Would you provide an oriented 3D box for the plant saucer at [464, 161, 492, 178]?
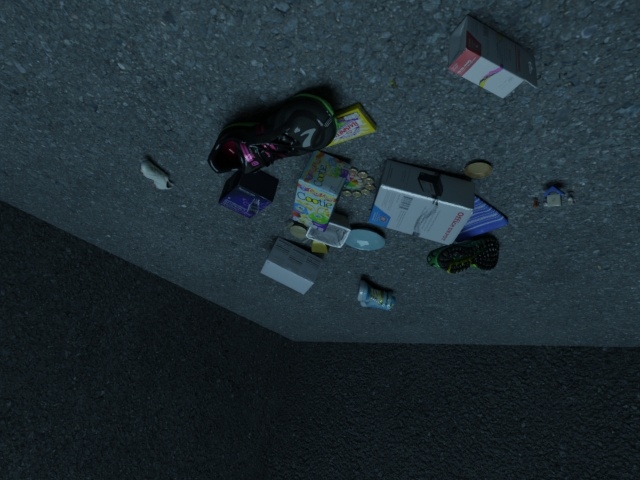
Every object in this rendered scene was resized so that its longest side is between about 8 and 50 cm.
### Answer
[{"bbox_3d":[0.509,-0.230,1.364,0.083,0.015,0.083,10,154,5],"label":"plant saucer"}]

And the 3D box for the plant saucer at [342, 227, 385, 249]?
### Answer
[{"bbox_3d":[0.195,-0.015,1.902,0.195,0.037,0.195,9,153,5],"label":"plant saucer"}]

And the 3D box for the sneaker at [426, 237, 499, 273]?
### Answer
[{"bbox_3d":[0.588,0.052,1.729,0.343,0.134,0.146,-2,-173,-24],"label":"sneaker"}]

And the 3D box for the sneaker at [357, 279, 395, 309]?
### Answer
[{"bbox_3d":[0.322,0.311,2.412,0.208,0.127,0.319,7,163,14],"label":"sneaker"}]

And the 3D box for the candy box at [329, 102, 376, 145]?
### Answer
[{"bbox_3d":[0.059,-0.348,1.304,0.206,0.027,0.105,-10,149,37],"label":"candy box"}]

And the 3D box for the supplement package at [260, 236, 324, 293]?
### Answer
[{"bbox_3d":[-0.149,0.134,2.170,0.261,0.145,0.204,28,152,-4],"label":"supplement package"}]

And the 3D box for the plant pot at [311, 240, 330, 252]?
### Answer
[{"bbox_3d":[0.000,0.000,1.974,0.081,0.081,0.083,5,143,13],"label":"plant pot"}]

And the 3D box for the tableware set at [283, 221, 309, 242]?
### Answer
[{"bbox_3d":[-0.064,-0.068,1.908,0.128,0.039,0.194,36,141,-19],"label":"tableware set"}]

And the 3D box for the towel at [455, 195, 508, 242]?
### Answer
[{"bbox_3d":[0.512,-0.099,1.602,0.336,0.040,0.243,27,150,-27],"label":"towel"}]

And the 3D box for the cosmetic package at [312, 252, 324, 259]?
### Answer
[{"bbox_3d":[-0.025,0.104,2.228,0.060,0.041,0.115,16,154,-7],"label":"cosmetic package"}]

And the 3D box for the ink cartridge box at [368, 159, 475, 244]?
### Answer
[{"bbox_3d":[0.344,-0.127,1.466,0.307,0.129,0.223,16,148,3],"label":"ink cartridge box"}]

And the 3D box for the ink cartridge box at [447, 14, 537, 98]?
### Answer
[{"bbox_3d":[0.389,-0.403,0.955,0.198,0.115,0.067,20,152,-15],"label":"ink cartridge box"}]

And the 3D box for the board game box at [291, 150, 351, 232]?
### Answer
[{"bbox_3d":[-0.002,-0.170,1.529,0.142,0.144,0.275,24,154,2],"label":"board game box"}]

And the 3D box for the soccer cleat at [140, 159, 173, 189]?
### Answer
[{"bbox_3d":[-0.667,-0.269,1.732,0.076,0.068,0.196,4,160,5],"label":"soccer cleat"}]

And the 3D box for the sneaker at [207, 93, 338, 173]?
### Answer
[{"bbox_3d":[-0.151,-0.290,1.285,0.482,0.202,0.185,-11,127,37],"label":"sneaker"}]

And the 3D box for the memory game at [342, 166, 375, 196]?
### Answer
[{"bbox_3d":[0.111,-0.213,1.569,0.186,0.012,0.186,10,154,5],"label":"memory game"}]

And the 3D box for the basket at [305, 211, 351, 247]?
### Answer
[{"bbox_3d":[0.032,-0.059,1.777,0.167,0.103,0.113,18,127,-15],"label":"basket"}]

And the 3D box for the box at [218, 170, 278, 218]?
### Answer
[{"bbox_3d":[-0.286,-0.192,1.670,0.153,0.108,0.207,26,151,-25],"label":"box"}]

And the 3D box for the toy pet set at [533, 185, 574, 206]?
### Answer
[{"bbox_3d":[0.766,-0.148,1.401,0.122,0.065,0.114,-4,-175,35],"label":"toy pet set"}]
